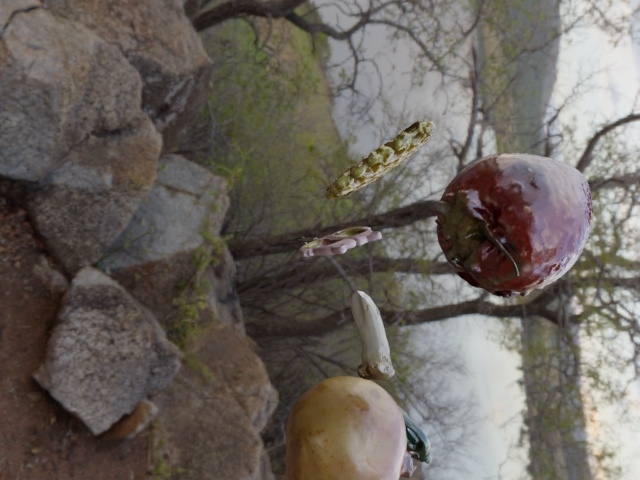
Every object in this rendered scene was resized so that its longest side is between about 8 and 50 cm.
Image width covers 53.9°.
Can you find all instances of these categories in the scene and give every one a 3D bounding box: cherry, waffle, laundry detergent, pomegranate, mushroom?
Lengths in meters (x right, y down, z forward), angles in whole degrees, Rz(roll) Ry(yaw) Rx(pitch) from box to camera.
[{"bbox_3d":[0.275,-0.031,0.857,0.192,0.249,0.175,39,-31,43],"label":"cherry"},{"bbox_3d":[0.128,-0.170,1.360,0.051,0.291,0.291,55,16,2],"label":"waffle"},{"bbox_3d":[0.232,0.521,1.673,0.211,0.137,0.063,47,55,-13],"label":"laundry detergent"},{"bbox_3d":[0.076,0.499,1.500,0.338,0.337,0.339,-7,90,-75],"label":"pomegranate"},{"bbox_3d":[0.112,0.219,1.446,0.071,0.084,0.209,6,65,-38],"label":"mushroom"}]

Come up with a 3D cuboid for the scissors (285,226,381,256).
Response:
[{"bbox_3d":[0.000,0.000,1.290,0.317,0.160,0.024,2,-69,62],"label":"scissors"}]
